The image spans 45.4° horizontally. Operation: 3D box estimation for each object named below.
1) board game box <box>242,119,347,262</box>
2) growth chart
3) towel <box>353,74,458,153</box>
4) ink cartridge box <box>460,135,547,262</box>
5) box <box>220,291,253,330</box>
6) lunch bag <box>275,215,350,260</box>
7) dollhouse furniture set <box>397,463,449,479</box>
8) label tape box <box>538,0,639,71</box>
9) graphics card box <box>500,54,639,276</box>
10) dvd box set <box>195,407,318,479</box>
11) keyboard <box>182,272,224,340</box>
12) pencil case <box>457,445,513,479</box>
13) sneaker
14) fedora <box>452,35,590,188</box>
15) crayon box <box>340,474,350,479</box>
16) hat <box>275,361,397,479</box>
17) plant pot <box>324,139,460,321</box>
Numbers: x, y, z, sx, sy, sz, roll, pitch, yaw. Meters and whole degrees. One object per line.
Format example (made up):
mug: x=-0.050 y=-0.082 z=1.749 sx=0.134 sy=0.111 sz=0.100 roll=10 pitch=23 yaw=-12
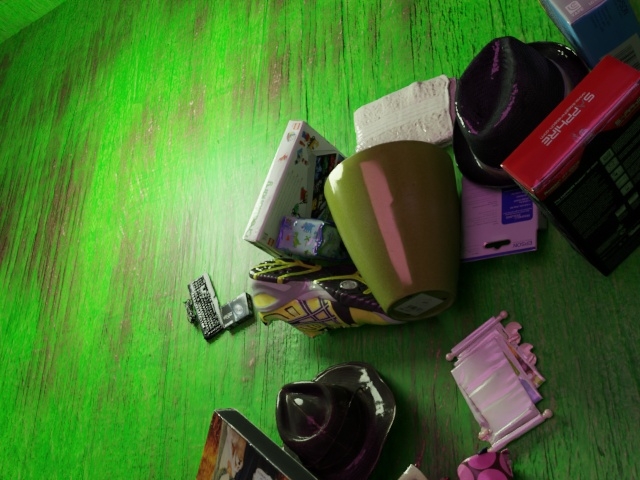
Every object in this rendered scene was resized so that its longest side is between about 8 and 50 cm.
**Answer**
board game box: x=-0.052 y=-0.101 z=1.789 sx=0.053 sy=0.193 sz=0.305 roll=9 pitch=73 yaw=41
growth chart: x=0.329 y=0.257 z=1.411 sx=0.172 sy=0.021 sz=0.237 roll=-34 pitch=50 yaw=19
towel: x=0.198 y=-0.270 z=1.782 sx=0.282 sy=0.049 sz=0.187 roll=-19 pitch=56 yaw=30
ink cartridge box: x=0.370 y=-0.106 z=1.546 sx=0.165 sy=0.065 sz=0.333 roll=-10 pitch=59 yaw=35
box: x=-0.206 y=0.175 z=1.882 sx=0.083 sy=0.018 sz=0.067 roll=-31 pitch=51 yaw=22
lunch bag: x=0.000 y=0.000 z=1.722 sx=0.129 sy=0.151 sz=0.096 roll=11 pitch=84 yaw=41
dollhouse furniture set: x=0.204 y=0.500 z=1.302 sx=0.129 sy=0.129 sz=0.183 roll=-51 pitch=45 yaw=4
label tape box: x=0.503 y=-0.486 z=1.517 sx=0.115 sy=0.249 sz=0.348 roll=-34 pitch=50 yaw=20
graphics card box: x=0.470 y=-0.106 z=1.254 sx=0.233 sy=0.371 sz=0.094 roll=-48 pitch=47 yaw=9
dvd box set: x=-0.162 y=0.585 z=1.487 sx=0.307 sy=0.062 sz=0.420 roll=27 pitch=105 yaw=49
keyboard: x=-0.309 y=0.171 z=1.954 sx=0.100 sy=0.038 sz=0.192 roll=-40 pitch=47 yaw=15
pencil case: x=0.303 y=0.459 z=1.279 sx=0.098 sy=0.095 sz=0.209 roll=-19 pitch=56 yaw=5
sneaker: x=0.025 y=0.136 z=1.663 sx=0.384 sy=0.145 sz=0.147 roll=9 pitch=115 yaw=30
fedora: x=0.363 y=-0.274 z=1.490 sx=0.334 sy=0.152 sz=0.334 roll=-19 pitch=56 yaw=32
crayon box: x=0.049 y=0.583 z=1.363 sx=0.165 sy=0.081 sz=0.278 roll=-44 pitch=30 yaw=10
hat: x=-0.013 y=0.352 z=1.503 sx=0.331 sy=0.134 sz=0.331 roll=-36 pitch=33 yaw=28
plant pot: x=0.167 y=0.001 z=1.519 sx=0.275 sy=0.275 sz=0.293 roll=-26 pitch=57 yaw=25
